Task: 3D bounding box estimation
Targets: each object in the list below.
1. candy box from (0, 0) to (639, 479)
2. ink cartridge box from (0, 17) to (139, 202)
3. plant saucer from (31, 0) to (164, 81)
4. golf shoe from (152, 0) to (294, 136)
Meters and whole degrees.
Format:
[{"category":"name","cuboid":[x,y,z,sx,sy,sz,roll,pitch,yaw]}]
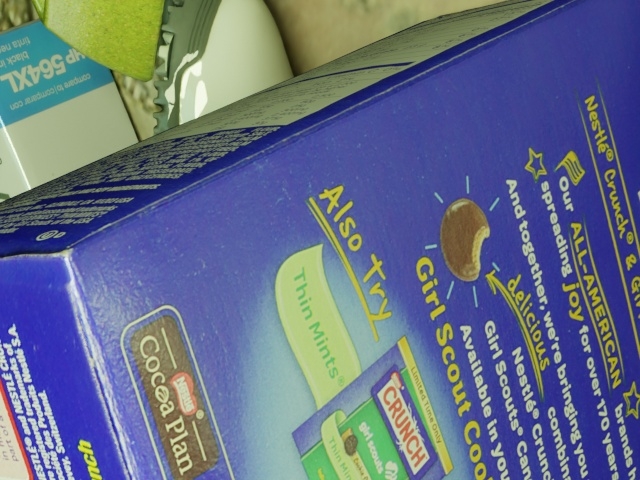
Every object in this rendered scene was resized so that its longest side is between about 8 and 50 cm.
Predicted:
[{"category":"candy box","cuboid":[0.027,0.072,0.567,0.122,0.317,0.268,-2,109,43]},{"category":"ink cartridge box","cuboid":[-0.165,-0.010,0.856,0.148,0.086,0.203,-12,102,44]},{"category":"plant saucer","cuboid":[-0.123,-0.187,0.683,0.188,0.045,0.188,63,158,21]},{"category":"golf shoe","cuboid":[0.000,0.000,0.729,0.120,0.105,0.272,-7,109,20]}]
